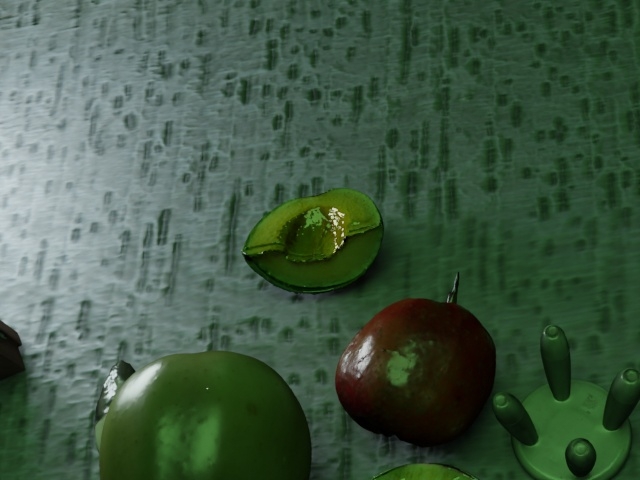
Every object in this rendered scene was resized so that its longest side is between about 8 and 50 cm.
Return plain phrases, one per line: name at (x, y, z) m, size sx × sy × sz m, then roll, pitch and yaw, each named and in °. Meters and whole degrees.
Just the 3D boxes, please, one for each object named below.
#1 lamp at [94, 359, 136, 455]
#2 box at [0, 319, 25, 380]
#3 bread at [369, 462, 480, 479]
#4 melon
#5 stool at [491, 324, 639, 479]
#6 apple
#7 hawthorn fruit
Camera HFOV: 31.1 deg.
lamp at (-0.353, 0.324, 2.043) m, size 0.101 × 0.101 × 0.250 m, roll -15°, pitch 51°, yaw 5°
box at (-0.682, 0.220, 2.125) m, size 0.215 × 0.215 × 0.086 m, roll -23°, pitch 69°, yaw -2°
bread at (0.157, 0.497, 1.830) m, size 0.301 × 0.045 × 0.301 m, roll -7°, pitch 54°, yaw 10°
melon at (0.000, 0.000, 2.151) m, size 0.265 × 0.129 × 0.169 m, roll -13°, pitch 34°, yaw 10°
stool at (0.397, 0.274, 1.819) m, size 0.195 × 0.198 × 0.195 m, roll 31°, pitch 69°, yaw 27°
apple at (-0.182, 0.353, 1.831) m, size 0.357 × 0.357 × 0.357 m, roll -7°, pitch 57°, yaw 10°
hawthorn fruit at (0.168, 0.185, 1.894) m, size 0.254 × 0.254 × 0.300 m, roll 14°, pitch 78°, yaw 22°
